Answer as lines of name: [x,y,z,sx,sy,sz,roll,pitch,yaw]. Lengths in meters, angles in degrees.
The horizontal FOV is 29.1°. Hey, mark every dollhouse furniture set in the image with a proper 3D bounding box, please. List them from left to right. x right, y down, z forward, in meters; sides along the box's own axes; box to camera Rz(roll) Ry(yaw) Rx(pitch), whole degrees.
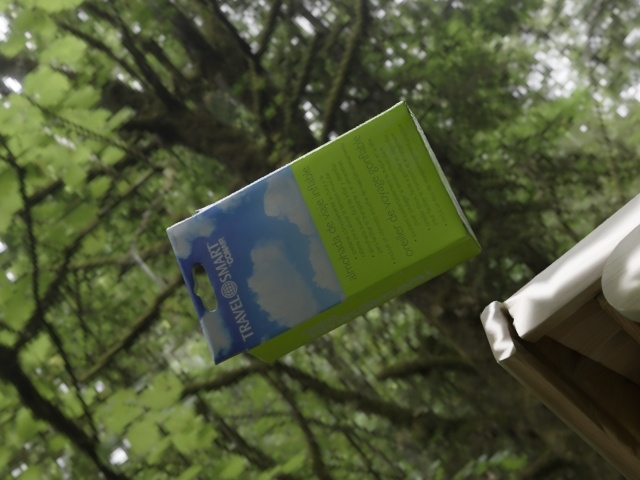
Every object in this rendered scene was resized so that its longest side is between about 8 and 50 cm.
dollhouse furniture set: [0.280,0.117,0.725,0.256,0.394,0.362,-42,-65,17]

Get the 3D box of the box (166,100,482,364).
box: [0.000,0.000,0.789,0.178,0.109,0.042,-28,-26,10]
